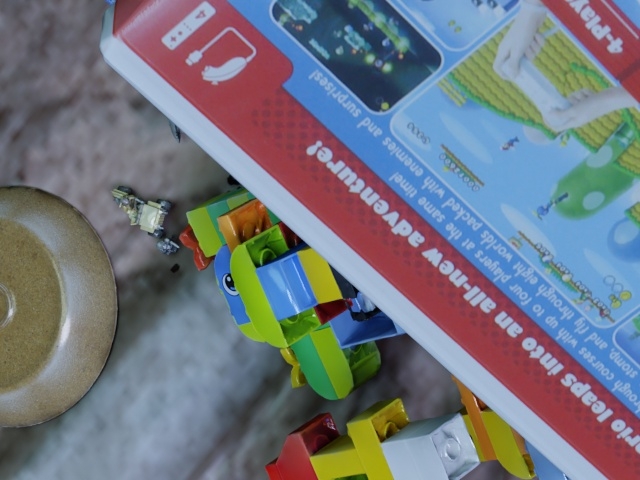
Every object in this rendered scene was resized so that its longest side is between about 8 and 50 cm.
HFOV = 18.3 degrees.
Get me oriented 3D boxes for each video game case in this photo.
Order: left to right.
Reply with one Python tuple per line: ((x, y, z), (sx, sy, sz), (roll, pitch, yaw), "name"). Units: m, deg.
((0.120, -0.070, 0.454), (0.285, 0.025, 0.204), (-39, 116, 19), "video game case")

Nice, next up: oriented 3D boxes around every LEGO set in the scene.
((-0.037, -0.033, 0.645), (0.054, 0.023, 0.083), (29, 99, 22), "LEGO set")

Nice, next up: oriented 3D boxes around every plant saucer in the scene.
((-0.109, 0.023, 0.679), (0.083, 0.015, 0.083), (-1, 87, 24), "plant saucer")

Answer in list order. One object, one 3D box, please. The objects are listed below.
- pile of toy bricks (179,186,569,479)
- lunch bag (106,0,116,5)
((0.000, 0.000, 0.594), (0.105, 0.118, 0.212), (-16, 99, 43), "pile of toy bricks")
((-0.040, -0.123, 0.626), (0.067, 0.065, 0.098), (43, 111, 4), "lunch bag")
